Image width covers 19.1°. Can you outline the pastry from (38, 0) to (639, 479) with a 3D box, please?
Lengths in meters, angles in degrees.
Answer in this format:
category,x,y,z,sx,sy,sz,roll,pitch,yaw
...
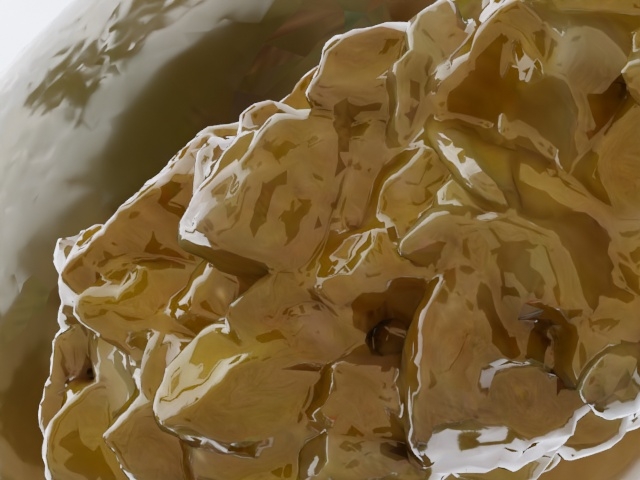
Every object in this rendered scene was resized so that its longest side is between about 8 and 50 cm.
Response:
category,x,y,z,sx,sy,sz,roll,pitch,yaw
pastry,0.045,-0.004,0.402,0.250,0.154,0.102,-28,-93,39

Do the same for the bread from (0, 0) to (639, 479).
category,x,y,z,sx,sy,sz,roll,pitch,yaw
bread,0.000,0.000,0.885,0.376,0.253,0.348,-37,-118,2
